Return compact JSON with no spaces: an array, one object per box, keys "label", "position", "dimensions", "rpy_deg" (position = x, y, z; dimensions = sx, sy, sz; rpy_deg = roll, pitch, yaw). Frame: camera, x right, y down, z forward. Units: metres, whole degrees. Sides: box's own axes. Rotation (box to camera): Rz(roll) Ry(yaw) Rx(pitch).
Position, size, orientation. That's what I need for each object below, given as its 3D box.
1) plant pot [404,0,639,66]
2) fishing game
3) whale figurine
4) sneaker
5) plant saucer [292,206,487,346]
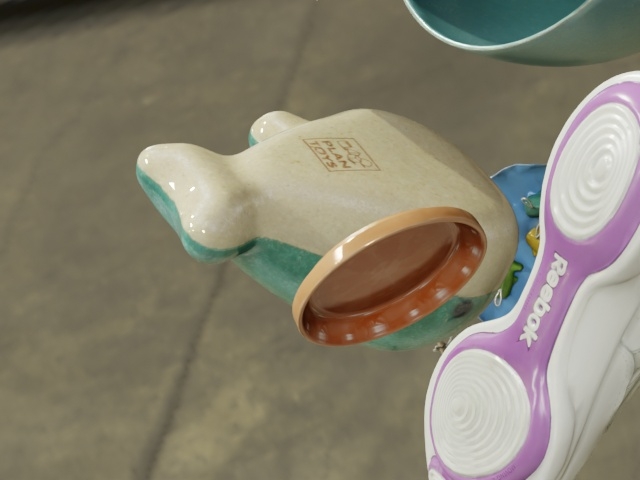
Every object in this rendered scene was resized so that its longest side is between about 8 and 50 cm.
[{"label":"plant pot","position":[0.229,-0.264,1.601],"dimensions":[0.290,0.195,0.290],"rpy_deg":[-20,61,42]},{"label":"fishing game","position":[0.218,0.016,1.998],"dimensions":[0.264,0.189,0.041],"rpy_deg":[-21,7,6]},{"label":"whale figurine","position":[0.000,0.000,1.311],"dimensions":[0.272,0.141,0.216],"rpy_deg":[1,36,-37]},{"label":"sneaker","position":[0.164,0.054,1.080],"dimensions":[0.152,0.305,0.114],"rpy_deg":[5,35,-36]},{"label":"plant saucer","position":[0.027,0.013,0.777],"dimensions":[0.083,0.083,0.013],"rpy_deg":[-25,62,-4]}]
